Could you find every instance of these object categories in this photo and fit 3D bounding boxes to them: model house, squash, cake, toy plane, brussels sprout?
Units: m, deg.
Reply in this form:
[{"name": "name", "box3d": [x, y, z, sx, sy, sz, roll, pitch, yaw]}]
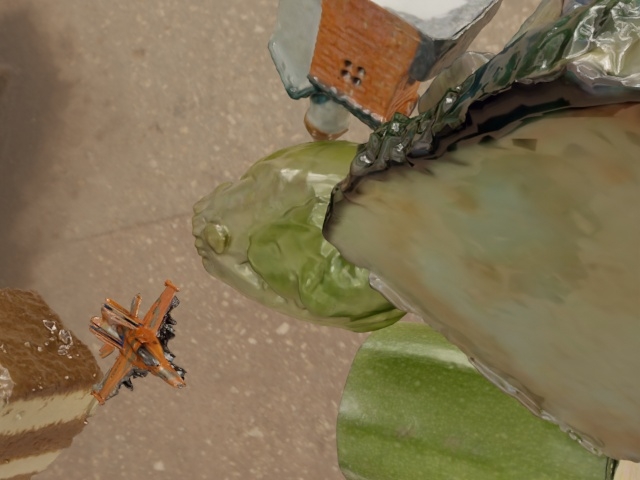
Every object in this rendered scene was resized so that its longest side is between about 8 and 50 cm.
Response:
[{"name": "model house", "box3d": [0.295, -0.090, 0.693, 0.395, 0.445, 0.400, 39, 67, -2]}, {"name": "squash", "box3d": [0.249, 0.258, 1.151, 0.385, 0.263, 0.263, 7, 68, 33]}, {"name": "cake", "box3d": [-0.532, 0.240, 1.291, 0.256, 0.282, 0.290, 42, 103, 19]}, {"name": "toy plane", "box3d": [-0.157, 0.107, 0.787, 0.188, 0.062, 0.135, 24, 80, 47]}, {"name": "brussels sprout", "box3d": [0.012, -0.002, 1.046, 0.317, 0.274, 0.242, 5, 102, 35]}, {"name": "model house", "box3d": [0.053, -0.253, 1.093, 0.271, 0.300, 0.190, 36, 50, 13]}]
